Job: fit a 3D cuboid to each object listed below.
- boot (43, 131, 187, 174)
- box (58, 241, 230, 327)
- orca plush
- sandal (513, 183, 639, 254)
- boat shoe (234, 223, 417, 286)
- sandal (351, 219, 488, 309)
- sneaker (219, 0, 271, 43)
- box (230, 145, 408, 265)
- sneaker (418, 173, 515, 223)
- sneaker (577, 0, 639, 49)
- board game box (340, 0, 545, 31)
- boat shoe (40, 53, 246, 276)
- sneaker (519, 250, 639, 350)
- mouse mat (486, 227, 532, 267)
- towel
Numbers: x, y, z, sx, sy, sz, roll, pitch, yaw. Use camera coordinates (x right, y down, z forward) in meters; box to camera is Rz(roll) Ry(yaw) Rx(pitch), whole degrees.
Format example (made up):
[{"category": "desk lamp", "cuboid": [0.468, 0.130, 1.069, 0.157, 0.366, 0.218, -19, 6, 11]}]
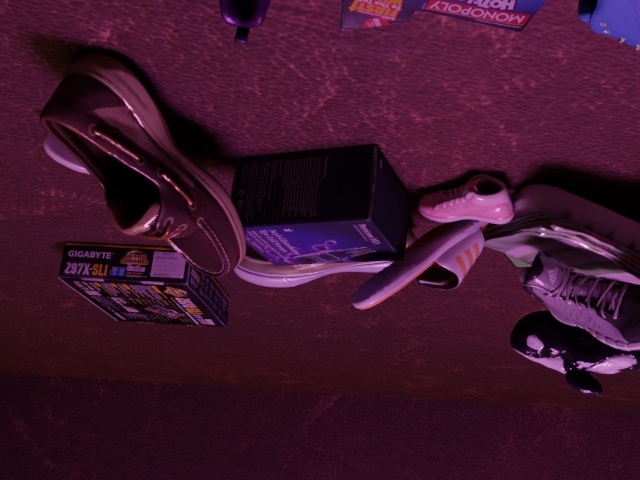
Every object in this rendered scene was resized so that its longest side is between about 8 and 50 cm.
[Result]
[{"category": "boot", "cuboid": [-0.277, -0.100, 1.036, 0.190, 0.069, 0.086, 13, 156, -24]}, {"category": "box", "cuboid": [-0.346, 0.098, 1.583, 0.257, 0.079, 0.322, 1, 159, 8]}, {"category": "orca plush", "cuboid": [0.414, 0.140, 1.084, 0.287, 0.151, 0.102, 20, 148, 27]}, {"category": "sandal", "cuboid": [0.469, 0.000, 1.057, 0.416, 0.102, 0.169, 23, 171, -8]}, {"category": "boat shoe", "cuboid": [0.000, 0.000, 1.220, 0.302, 0.109, 0.094, -7, 142, 9]}, {"category": "sandal", "cuboid": [0.153, 0.046, 1.106, 0.265, 0.076, 0.102, -34, -170, -29]}, {"category": "sneaker", "cuboid": [-0.061, -0.240, 0.558, 0.083, 0.098, 0.224, 2, 160, 8]}, {"category": "box", "cuboid": [0.002, -0.042, 1.064, 0.207, 0.108, 0.153, -3, 157, 24]}, {"category": "sneaker", "cuboid": [0.194, -0.061, 1.054, 0.134, 0.051, 0.070, 6, 145, 25]}, {"category": "sneaker", "cuboid": [0.293, -0.192, 0.647, 0.126, 0.091, 0.240, 15, 168, 34]}, {"category": "board game box", "cuboid": [0.088, -0.231, 0.601, 0.194, 0.060, 0.194, 9, 161, -11]}, {"category": "boat shoe", "cuboid": [-0.207, -0.053, 0.924, 0.123, 0.123, 0.342, 1, 140, 29]}, {"category": "sneaker", "cuboid": [0.330, 0.069, 0.982, 0.132, 0.086, 0.228, 30, 171, -19]}, {"category": "mouse mat", "cuboid": [0.364, 0.008, 1.248, 0.152, 0.007, 0.189, -6, 157, 28]}, {"category": "towel", "cuboid": [0.400, 0.054, 1.084, 0.324, 0.038, 0.248, 25, 171, -5]}]
